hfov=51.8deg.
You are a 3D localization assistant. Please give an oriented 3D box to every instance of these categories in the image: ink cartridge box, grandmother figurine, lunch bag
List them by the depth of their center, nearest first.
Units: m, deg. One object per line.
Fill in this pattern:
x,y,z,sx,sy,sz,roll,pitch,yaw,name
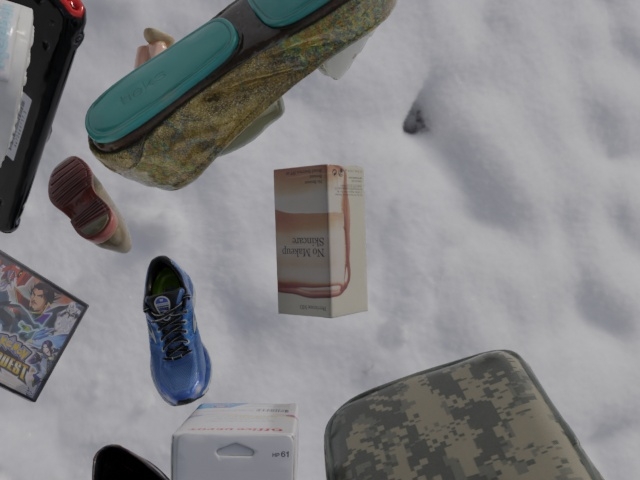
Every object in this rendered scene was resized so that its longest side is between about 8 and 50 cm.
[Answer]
-0.062,0.164,0.518,0.088,0.122,0.052,0,85,0,ink cartridge box
0.139,0.283,0.534,0.212,0.305,0.256,-22,112,4,lunch bag
-0.416,-0.308,1.547,0.103,0.208,0.343,9,74,3,grandmother figurine

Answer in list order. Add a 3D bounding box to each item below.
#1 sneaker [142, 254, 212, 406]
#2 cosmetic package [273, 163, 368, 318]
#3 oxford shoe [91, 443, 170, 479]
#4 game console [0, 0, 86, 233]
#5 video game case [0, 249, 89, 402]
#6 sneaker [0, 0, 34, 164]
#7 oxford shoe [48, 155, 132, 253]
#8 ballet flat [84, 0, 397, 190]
-0.308,0.175,1.334,0.129,0.147,0.330,-17,58,-4,sneaker
0.000,0.000,1.331,0.129,0.153,0.297,-4,92,-51,cosmetic package
-0.111,0.240,0.463,0.096,0.271,0.099,-32,118,-24,oxford shoe
-0.477,-0.243,0.873,0.342,0.387,0.060,40,35,6,game console
-0.681,0.181,1.441,0.275,0.035,0.248,42,56,-34,video game case
-0.336,-0.092,0.529,0.150,0.366,0.135,14,61,-29,sneaker
-0.574,-0.083,1.637,0.123,0.348,0.130,-38,142,-2,oxford shoe
-0.040,-0.161,0.565,0.348,0.123,0.123,-35,106,9,ballet flat
